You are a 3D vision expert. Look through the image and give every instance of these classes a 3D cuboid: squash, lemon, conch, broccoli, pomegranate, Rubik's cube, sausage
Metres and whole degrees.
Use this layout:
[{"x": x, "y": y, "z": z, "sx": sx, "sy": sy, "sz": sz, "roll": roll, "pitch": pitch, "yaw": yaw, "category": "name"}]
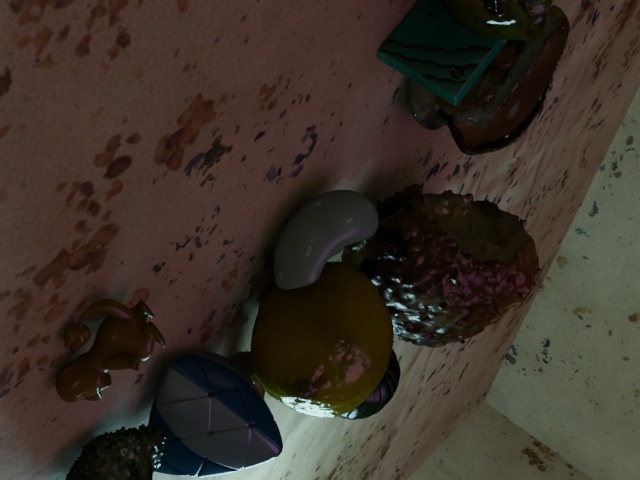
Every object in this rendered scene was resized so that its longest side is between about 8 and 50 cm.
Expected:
[{"x": 0.065, "y": 0.288, "z": 2.364, "sx": 0.218, "sy": 0.218, "sz": 0.172, "roll": -40, "pitch": -178, "yaw": -35, "category": "squash"}, {"x": 0.004, "y": 0.182, "z": 1.959, "sx": 0.322, "sy": 0.268, "sz": 0.268, "roll": -77, "pitch": 180, "yaw": -46, "category": "lemon"}, {"x": -0.002, "y": -0.005, "z": 1.895, "sx": 0.221, "sy": 0.121, "sz": 0.185, "roll": -38, "pitch": 169, "yaw": -23, "category": "conch"}, {"x": -0.307, "y": 0.399, "z": 1.741, "sx": 0.194, "sy": 0.194, "sz": 0.219, "roll": -58, "pitch": 155, "yaw": 6, "category": "broccoli"}, {"x": 0.270, "y": -0.488, "z": 1.676, "sx": 0.310, "sy": 0.216, "sz": 0.359, "roll": 78, "pitch": 20, "yaw": -58, "category": "pomegranate"}, {"x": -0.156, "y": 0.299, "z": 1.890, "sx": 0.254, "sy": 0.254, "sz": 0.254, "roll": -45, "pitch": 157, "yaw": -25, "category": "Rubik's cube"}, {"x": -0.157, "y": 0.325, "z": 2.102, "sx": 0.086, "sy": 0.086, "sz": 0.289, "roll": -36, "pitch": 153, "yaw": -41, "category": "sausage"}]

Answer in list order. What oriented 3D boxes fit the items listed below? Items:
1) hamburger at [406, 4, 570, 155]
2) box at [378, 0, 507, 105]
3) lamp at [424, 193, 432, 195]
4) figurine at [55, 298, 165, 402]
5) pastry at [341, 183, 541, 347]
[{"x": 0.317, "y": -0.314, "z": 2.025, "sx": 0.318, "sy": 0.195, "sz": 0.277, "roll": -53, "pitch": 162, "yaw": 2, "category": "hamburger"}, {"x": 0.227, "y": -0.353, "z": 1.814, "sx": 0.226, "sy": 0.161, "sz": 0.042, "roll": -51, "pitch": 159, "yaw": -10, "category": "box"}, {"x": 0.228, "y": 0.024, "z": 2.448, "sx": 0.227, "sy": 0.147, "sz": 0.172, "roll": -55, "pitch": -176, "yaw": 24, "category": "lamp"}, {"x": -0.315, "y": 0.154, "z": 1.525, "sx": 0.176, "sy": 0.121, "sz": 0.122, "roll": -48, "pitch": 132, "yaw": 8, "category": "figurine"}, {"x": 0.225, "y": 0.060, "z": 2.202, "sx": 0.405, "sy": 0.292, "sz": 0.337, "roll": 6, "pitch": 134, "yaw": -34, "category": "pastry"}]
